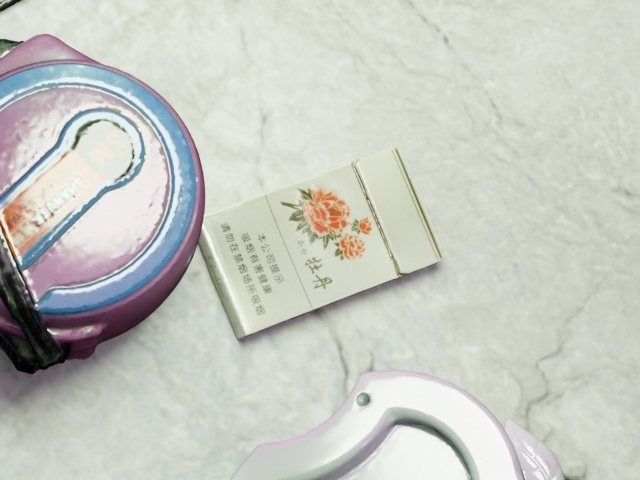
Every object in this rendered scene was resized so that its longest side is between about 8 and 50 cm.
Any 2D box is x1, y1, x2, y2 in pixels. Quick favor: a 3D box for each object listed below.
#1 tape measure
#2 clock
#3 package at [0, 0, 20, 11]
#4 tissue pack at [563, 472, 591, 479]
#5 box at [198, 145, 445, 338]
[{"bbox_3d":[-0.214,-0.032,1.281,0.245,0.149,0.231,45,70,3],"label":"tape measure"},{"bbox_3d":[0.070,0.269,1.247,0.339,0.102,0.338,-4,63,8],"label":"clock"},{"bbox_3d":[-0.349,-0.222,1.332,0.239,0.030,0.154,-33,91,-23],"label":"package"},{"bbox_3d":[0.204,0.316,1.353,0.156,0.148,0.209,51,58,-48],"label":"tissue pack"},{"bbox_3d":[0.000,-0.001,1.408,0.198,0.029,0.109,-20,85,-22],"label":"box"}]
